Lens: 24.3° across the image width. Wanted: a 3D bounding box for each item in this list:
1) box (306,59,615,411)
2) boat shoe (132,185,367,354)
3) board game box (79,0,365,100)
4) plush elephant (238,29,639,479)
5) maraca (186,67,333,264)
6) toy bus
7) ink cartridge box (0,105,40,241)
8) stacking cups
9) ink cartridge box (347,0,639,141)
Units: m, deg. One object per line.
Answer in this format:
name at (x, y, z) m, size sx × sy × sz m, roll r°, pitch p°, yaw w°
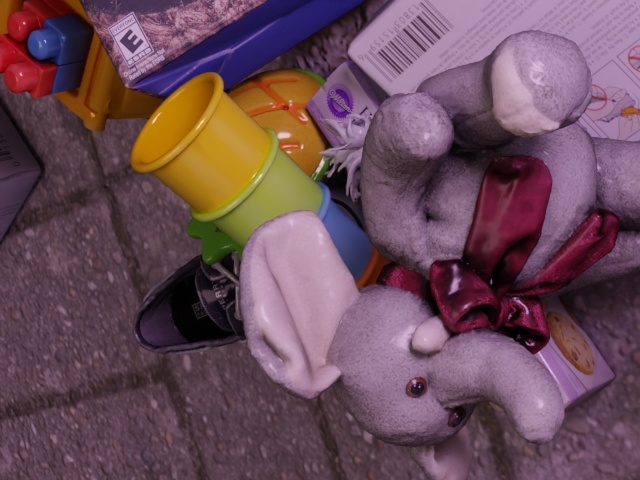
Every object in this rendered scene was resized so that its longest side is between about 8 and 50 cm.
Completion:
box at (0.107, -0.002, 1.175) m, size 0.063 × 0.067 × 0.324 m, roll -45°, pitch 71°, yaw 42°
boat shoe at (-0.063, 0.037, 1.326) m, size 0.301 × 0.102 × 0.108 m, roll -22°, pitch 88°, yaw 46°
board game box at (-0.096, -0.288, 1.150) m, size 0.232 × 0.141 × 0.291 m, roll -31°, pitch 80°, yaw 13°
plush elephant at (0.097, 0.032, 1.000) m, size 0.330 × 0.272 × 0.255 m, roll 0°, pitch 72°, yaw 45°
maraca at (-0.048, -0.063, 1.252) m, size 0.127 × 0.099 × 0.185 m, roll 6°, pitch 69°, yaw 35°
toy bus at (-0.215, -0.196, 1.320) m, size 0.220 × 0.211 × 0.149 m, roll 43°, pitch 131°, yaw 28°
ink cartridge box at (-0.495, -0.079, 1.718) m, size 0.308 × 0.091 × 0.385 m, roll 55°, pitch 133°, yaw 16°
stacking cups at (0.000, 0.000, 1.164) m, size 0.316 × 0.096 × 0.096 m, roll 39°, pitch 143°, yaw -26°
ink cartridge box at (0.188, -0.138, 1.057) m, size 0.239 × 0.060 × 0.275 m, roll 43°, pitch 135°, yaw -8°
